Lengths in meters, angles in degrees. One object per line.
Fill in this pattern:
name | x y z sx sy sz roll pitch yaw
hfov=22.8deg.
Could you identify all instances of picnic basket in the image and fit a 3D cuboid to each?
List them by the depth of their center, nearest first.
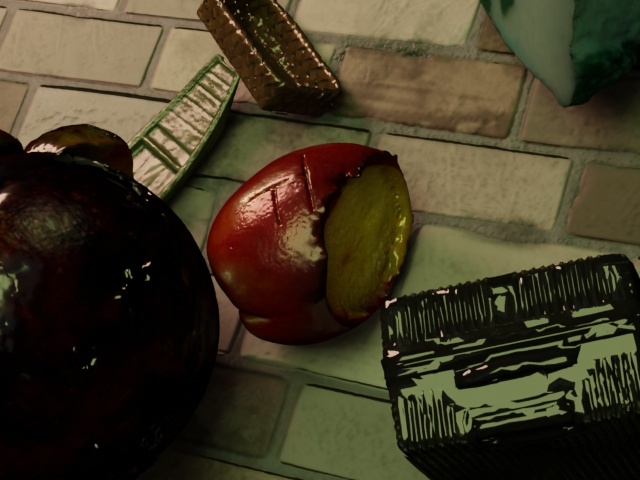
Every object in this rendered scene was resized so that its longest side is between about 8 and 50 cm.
picnic basket | -0.061 -0.215 1.804 0.193 0.110 0.055 55 125 32

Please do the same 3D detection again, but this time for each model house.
model house | 0.344 -0.338 1.655 0.329 0.252 0.295 -16 35 -11

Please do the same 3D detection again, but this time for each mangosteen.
mangosteen | -0.293 0.076 1.616 0.381 0.381 0.421 -31 37 6

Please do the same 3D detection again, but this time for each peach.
peach | 0.000 0.000 1.631 0.226 0.196 0.190 -31 94 3

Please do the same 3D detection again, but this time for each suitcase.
suitcase | 0.202 0.141 1.393 0.229 0.335 0.152 -13 63 16

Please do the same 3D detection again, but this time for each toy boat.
toy boat | -0.192 -0.086 1.821 0.293 0.055 0.093 -47 58 -3
